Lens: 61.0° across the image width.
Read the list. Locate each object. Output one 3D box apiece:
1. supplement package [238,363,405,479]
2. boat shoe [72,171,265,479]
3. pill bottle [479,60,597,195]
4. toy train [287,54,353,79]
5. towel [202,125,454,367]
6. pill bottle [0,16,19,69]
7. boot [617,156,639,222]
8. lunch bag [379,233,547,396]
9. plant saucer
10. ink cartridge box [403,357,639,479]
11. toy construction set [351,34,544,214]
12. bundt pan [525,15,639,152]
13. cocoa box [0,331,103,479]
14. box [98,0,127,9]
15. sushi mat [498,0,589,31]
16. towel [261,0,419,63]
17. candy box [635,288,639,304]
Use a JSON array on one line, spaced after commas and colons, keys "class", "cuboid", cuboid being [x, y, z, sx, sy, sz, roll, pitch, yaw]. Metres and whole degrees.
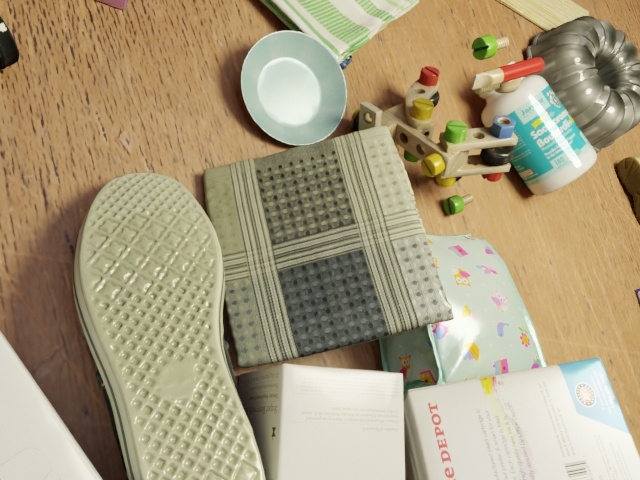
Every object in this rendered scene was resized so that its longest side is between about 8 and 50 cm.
[{"class": "supplement package", "cuboid": [-0.009, 0.319, 0.697, 0.175, 0.177, 0.293, 10, 68, -24]}, {"class": "boat shoe", "cuboid": [-0.197, 0.134, 0.683, 0.186, 0.156, 0.500, -8, 63, -26]}, {"class": "pill bottle", "cuboid": [0.434, -0.235, 1.123, 0.146, 0.146, 0.264, -38, 92, -31]}, {"class": "toy train", "cuboid": [0.001, -0.322, 1.001, 0.158, 0.027, 0.036, -28, 91, -31]}, {"class": "towel", "cuboid": [0.000, 0.000, 0.803, 0.312, 0.056, 0.324, -14, 70, 0]}, {"class": "pill bottle", "cuboid": [-0.495, -0.214, 0.658, 0.123, 0.123, 0.219, 49, 60, -5]}, {"class": "boot", "cuboid": [0.831, -0.117, 1.328, 0.165, 0.077, 0.213, -15, 78, -32]}, {"class": "lunch bag", "cuboid": [0.207, 0.110, 0.883, 0.223, 0.160, 0.262, 1, 64, -26]}, {"class": "plant saucer", "cuboid": [-0.048, -0.257, 0.933, 0.195, 0.037, 0.195, 0, 90, -26]}, {"class": "ink cartridge box", "cuboid": [0.258, 0.301, 0.759, 0.270, 0.197, 0.198, -8, 65, -4]}, {"class": "toy construction set", "cuboid": [0.186, -0.193, 0.910, 0.237, 0.309, 0.257, -21, 76, -26]}, {"class": "bundt pan", "cuboid": [0.648, -0.385, 1.285, 0.330, 0.124, 0.331, 7, 73, -24]}, {"class": "cocoa box", "cuboid": [-0.327, 0.283, 0.515, 0.228, 0.231, 0.347, -35, 91, -31]}, {"class": "box", "cuboid": [-0.308, -0.521, 0.801, 0.117, 0.213, 0.243, 15, 67, -21]}, {"class": "sushi mat", "cuboid": [0.571, -0.602, 1.389, 0.316, 0.019, 0.151, 20, 64, -20]}, {"class": "towel", "cuboid": [0.033, -0.490, 1.049, 0.248, 0.038, 0.325, 43, 58, -1]}, {"class": "candy box", "cuboid": [0.848, 0.191, 1.092, 0.122, 0.317, 0.268, -3, 75, -28]}]
